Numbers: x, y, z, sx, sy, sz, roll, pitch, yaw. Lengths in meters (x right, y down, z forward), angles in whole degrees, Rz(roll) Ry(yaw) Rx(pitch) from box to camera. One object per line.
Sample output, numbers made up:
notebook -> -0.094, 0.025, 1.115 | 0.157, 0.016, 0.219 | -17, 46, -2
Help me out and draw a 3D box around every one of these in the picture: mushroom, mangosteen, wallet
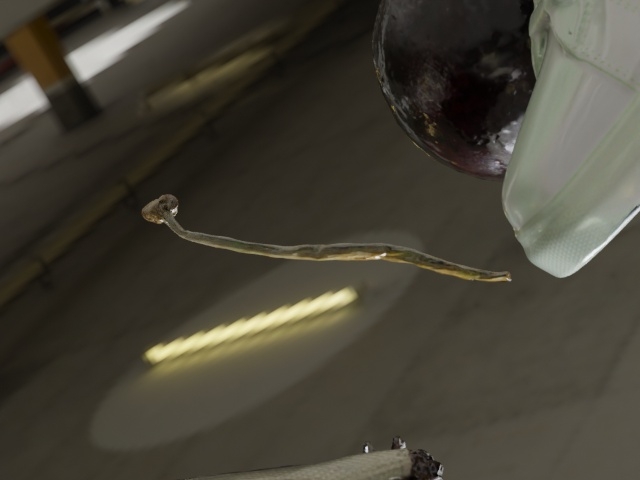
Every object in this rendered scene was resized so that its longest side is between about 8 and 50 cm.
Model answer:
mushroom -> 0.000, 0.006, 1.284 | 0.286, 0.028, 0.026 | 13, -162, 18
mangosteen -> 0.159, -0.127, 1.128 | 0.211, 0.250, 0.211 | -64, 179, -3
wallet -> -0.067, 0.155, 0.988 | 0.275, 0.068, 0.335 | -11, 169, -6

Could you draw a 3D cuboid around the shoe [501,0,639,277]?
shoe -> 0.102, -0.122, 0.588 | 0.265, 0.110, 0.095 | -61, -175, -12
